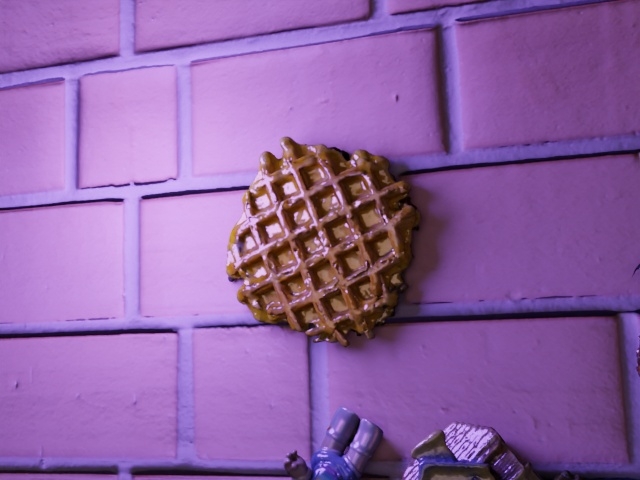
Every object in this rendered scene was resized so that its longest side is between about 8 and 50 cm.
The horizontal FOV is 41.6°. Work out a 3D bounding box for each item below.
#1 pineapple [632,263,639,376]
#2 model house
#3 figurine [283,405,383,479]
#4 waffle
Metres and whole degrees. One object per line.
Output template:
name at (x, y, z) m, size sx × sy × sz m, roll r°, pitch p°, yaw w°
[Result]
pineapple at (0.605, 0.067, 1.395) m, size 0.165 × 0.165 × 0.365 m, roll 3°, pitch 75°, yaw 18°
model house at (0.281, 0.410, 1.364) m, size 0.261 × 0.321 × 0.266 m, roll -44°, pitch 71°, yaw 1°
figurine at (-0.006, 0.498, 1.521) m, size 0.382 × 0.205 × 0.224 m, roll -43°, pitch 68°, yaw -12°
waffle at (0.000, 0.000, 1.624) m, size 0.379 × 0.095 × 0.382 m, roll 17°, pitch 90°, yaw 17°
